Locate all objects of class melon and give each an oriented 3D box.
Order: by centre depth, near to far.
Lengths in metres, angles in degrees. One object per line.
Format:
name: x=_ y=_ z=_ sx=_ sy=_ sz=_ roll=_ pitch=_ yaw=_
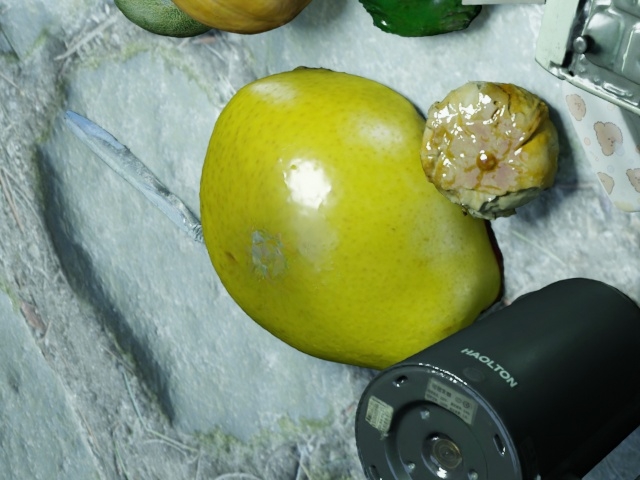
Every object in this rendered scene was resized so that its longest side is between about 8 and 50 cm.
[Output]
melon: x=-0.173 y=-0.294 z=2.207 sx=0.167 sy=0.114 sz=0.114 roll=20 pitch=122 yaw=36

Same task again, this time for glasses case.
glasses case: x=0.299 y=-0.107 z=1.930 sx=0.063 sy=0.041 sz=0.164 roll=-21 pitch=95 yaw=44

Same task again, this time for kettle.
kettle: x=0.230 y=0.168 z=1.932 sx=0.262 sy=0.308 sz=0.203 roll=1 pitch=109 yaw=42

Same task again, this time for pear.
pear: x=0.000 y=0.000 z=2.137 sx=0.386 sy=0.191 sz=0.340 roll=43 pitch=132 yaw=18

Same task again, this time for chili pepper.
chili pepper: x=0.085 y=-0.333 z=1.961 sx=0.148 sy=0.116 sz=0.264 roll=9 pitch=116 yaw=33

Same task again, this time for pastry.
pastry: x=0.180 y=-0.098 z=2.000 sx=0.153 sy=0.081 sz=0.153 roll=4 pitch=100 yaw=25

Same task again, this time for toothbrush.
toothbrush: x=-0.187 y=-0.043 z=2.390 sx=0.413 sy=0.042 sz=0.035 roll=40 pitch=131 yaw=23

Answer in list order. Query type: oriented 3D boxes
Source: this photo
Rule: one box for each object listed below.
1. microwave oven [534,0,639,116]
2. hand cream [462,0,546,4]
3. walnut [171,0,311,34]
microwave oven: x=0.391 y=-0.288 z=1.625 sx=0.333 sy=0.247 sz=0.394 roll=30 pitch=127 yaw=29
hand cream: x=0.188 y=-0.329 z=1.915 sx=0.087 sy=0.054 sz=0.186 roll=-1 pitch=114 yaw=1
walnut: x=-0.113 y=-0.354 z=2.076 sx=0.298 sy=0.203 sz=0.203 roll=59 pitch=137 yaw=27
